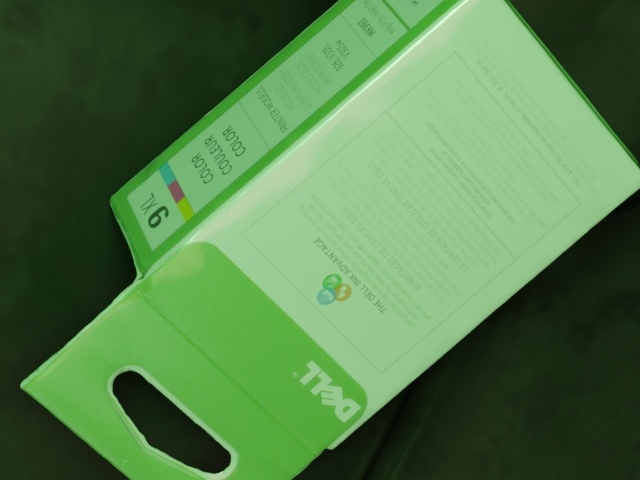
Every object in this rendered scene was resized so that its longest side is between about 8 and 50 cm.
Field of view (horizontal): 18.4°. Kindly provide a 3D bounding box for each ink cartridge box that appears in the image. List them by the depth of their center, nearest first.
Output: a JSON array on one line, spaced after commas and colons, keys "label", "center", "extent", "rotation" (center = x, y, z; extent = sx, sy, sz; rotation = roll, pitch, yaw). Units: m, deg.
[{"label": "ink cartridge box", "center": [0.000, 0.000, 0.705], "extent": [0.209, 0.062, 0.109], "rotation": [-41, 123, 5]}]
